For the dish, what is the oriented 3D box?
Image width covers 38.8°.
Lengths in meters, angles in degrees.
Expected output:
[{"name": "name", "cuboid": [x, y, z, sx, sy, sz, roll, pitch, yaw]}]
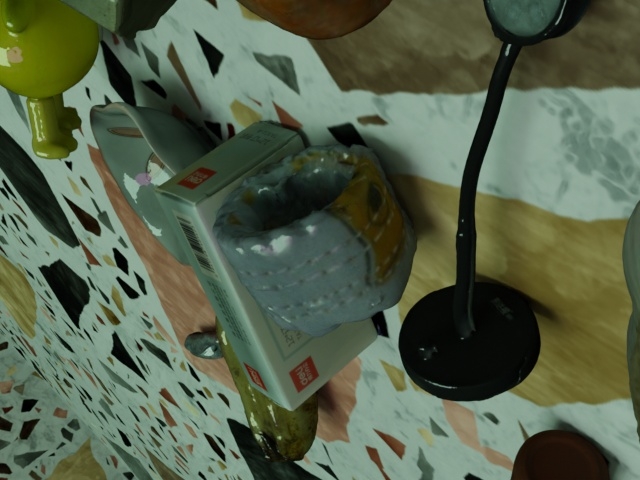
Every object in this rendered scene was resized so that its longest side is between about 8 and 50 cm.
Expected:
[{"name": "dish", "cuboid": [-0.161, -0.075, 1.017, 0.229, 0.081, 0.229, 42, 154, 25]}]

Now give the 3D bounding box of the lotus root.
[{"name": "lotus root", "cuboid": [-0.062, 0.172, 1.163, 0.110, 0.097, 0.258, 9, 125, 44]}]

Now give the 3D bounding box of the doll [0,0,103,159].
[{"name": "doll", "cuboid": [-0.304, -0.268, 0.927, 0.199, 0.145, 0.363, -108, 15, -55]}]

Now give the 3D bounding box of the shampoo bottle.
[{"name": "shampoo bottle", "cuboid": [0.212, 0.273, 0.866, 0.085, 0.085, 0.244, 36, 149, 28]}]

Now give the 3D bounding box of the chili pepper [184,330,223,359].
[{"name": "chili pepper", "cuboid": [-0.168, 0.158, 1.367, 0.050, 0.041, 0.153, 15, 168, -27]}]

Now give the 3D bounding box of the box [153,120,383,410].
[{"name": "box", "cuboid": [-0.044, 0.029, 0.903, 0.079, 0.135, 0.269, 22, 141, 49]}]

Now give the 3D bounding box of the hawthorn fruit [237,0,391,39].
[{"name": "hawthorn fruit", "cuboid": [-0.021, -0.212, 0.541, 0.189, 0.149, 0.149, 43, 153, 4]}]

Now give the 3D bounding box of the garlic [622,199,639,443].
[{"name": "garlic", "cuboid": [0.240, 0.053, 0.421, 0.207, 0.207, 0.257, 53, 146, -5]}]

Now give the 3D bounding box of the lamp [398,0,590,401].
[{"name": "lamp", "cuboid": [0.131, -0.045, 0.638, 0.130, 0.109, 0.371, 43, 140, 43]}]

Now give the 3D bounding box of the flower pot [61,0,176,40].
[{"name": "flower pot", "cuboid": [-0.189, -0.275, 0.705, 0.203, 0.212, 0.212, 34, 153, 0]}]

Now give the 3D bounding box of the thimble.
[{"name": "thimble", "cuboid": [-0.002, -0.001, 0.775, 0.151, 0.127, 0.118, -13, 125, 29]}]
